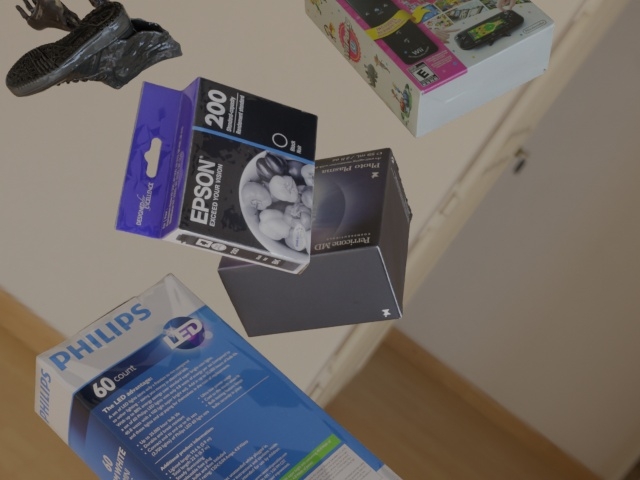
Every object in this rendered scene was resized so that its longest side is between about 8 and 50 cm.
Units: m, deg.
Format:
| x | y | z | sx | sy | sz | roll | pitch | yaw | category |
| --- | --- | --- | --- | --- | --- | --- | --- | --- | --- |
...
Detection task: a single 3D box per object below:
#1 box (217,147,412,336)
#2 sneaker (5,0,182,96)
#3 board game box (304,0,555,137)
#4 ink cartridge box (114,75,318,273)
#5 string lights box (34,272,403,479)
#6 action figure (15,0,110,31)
| x | y | z | sx | sy | sz | roll | pitch | yaw | category |
| --- | --- | --- | --- | --- | --- | --- | --- | --- | --- |
| 0.000 | 0.000 | 1.797 | 0.294 | 0.296 | 0.183 | -80 | 156 | -49 | box |
| -0.231 | -0.181 | 1.012 | 0.051 | 0.170 | 0.089 | 46 | -10 | 36 | sneaker |
| 0.144 | -0.314 | 1.389 | 0.303 | 0.224 | 0.097 | 52 | -18 | 32 | board game box |
| -0.107 | -0.080 | 1.086 | 0.208 | 0.045 | 0.206 | 14 | 57 | -18 | ink cartridge box |
| -0.073 | 0.152 | 0.714 | 0.259 | 0.077 | 0.133 | 39 | 49 | 20 | string lights box |
| -0.262 | -0.326 | 0.959 | 0.141 | 0.164 | 0.276 | 35 | -29 | 1 | action figure |
